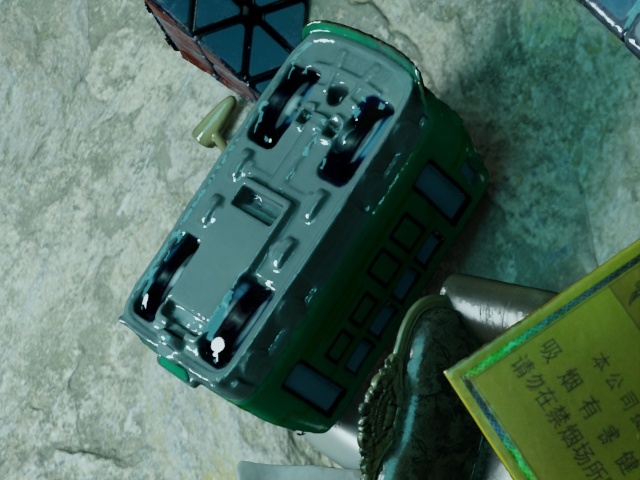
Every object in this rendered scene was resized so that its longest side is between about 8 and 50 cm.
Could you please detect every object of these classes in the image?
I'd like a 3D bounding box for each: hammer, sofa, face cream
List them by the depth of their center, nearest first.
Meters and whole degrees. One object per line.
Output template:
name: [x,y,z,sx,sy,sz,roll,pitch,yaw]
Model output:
sofa: [0.161,0.168,1.637,0.200,0.182,0.258,12,86,43]
face cream: [0.042,0.181,1.831,0.182,0.051,0.072,28,98,44]
hammer: [-0.068,-0.065,2.026,0.060,0.028,0.195,-47,55,21]

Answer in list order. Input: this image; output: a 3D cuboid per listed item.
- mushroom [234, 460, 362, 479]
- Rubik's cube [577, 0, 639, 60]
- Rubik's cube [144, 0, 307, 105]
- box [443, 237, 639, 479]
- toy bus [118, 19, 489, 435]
mushroom: [-0.023,0.399,1.751,0.177,0.126,0.397,1,71,30]
Rubik's cube: [0.394,-0.202,1.460,0.292,0.287,0.293,-53,50,17]
Rubik's cube: [-0.081,-0.254,2.069,0.178,0.211,0.190,-50,21,-8]
box: [0.271,0.097,1.510,0.301,0.084,0.193,-34,81,3]
toy bus: [0.000,0.000,1.793,0.183,0.199,0.343,31,87,45]
